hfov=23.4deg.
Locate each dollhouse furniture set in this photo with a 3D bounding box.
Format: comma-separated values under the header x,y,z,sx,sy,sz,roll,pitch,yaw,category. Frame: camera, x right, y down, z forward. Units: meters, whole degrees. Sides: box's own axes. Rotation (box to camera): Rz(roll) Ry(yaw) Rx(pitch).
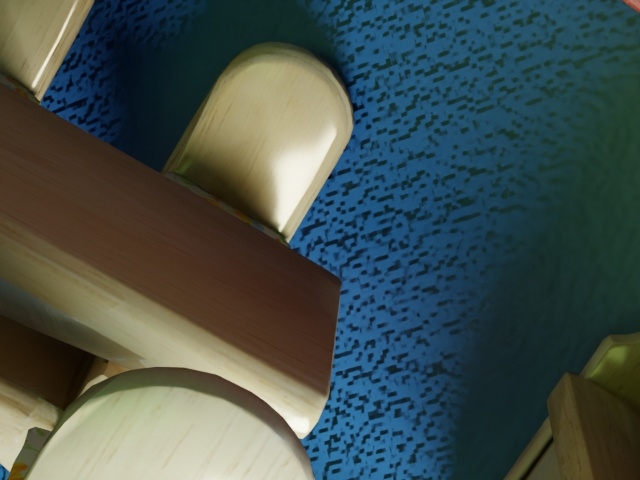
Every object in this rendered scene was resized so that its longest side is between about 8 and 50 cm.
x,y,z,sx,sy,sz,roll,pitch,yaw,category
0.000,0.000,0.529,0.394,0.362,0.256,30,108,-7,dollhouse furniture set

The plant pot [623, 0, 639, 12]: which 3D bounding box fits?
x,y,z,sx,sy,sz,roll,pitch,yaw,category
0.195,-0.163,0.395,0.267,0.267,0.236,-30,68,-6,plant pot
